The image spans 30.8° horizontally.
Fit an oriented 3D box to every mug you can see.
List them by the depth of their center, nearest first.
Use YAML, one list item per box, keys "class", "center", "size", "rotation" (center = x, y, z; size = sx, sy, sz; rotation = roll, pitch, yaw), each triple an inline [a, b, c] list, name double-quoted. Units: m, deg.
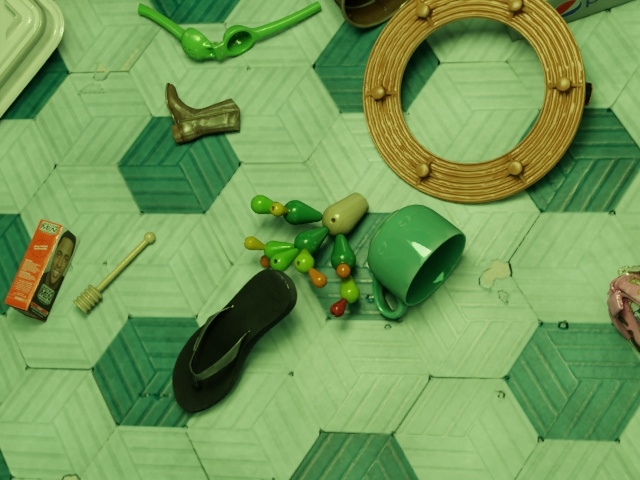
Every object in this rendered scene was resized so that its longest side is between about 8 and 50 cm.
- class: "mug"
  center: [0.120, 0.023, 1.658]
  size: [0.097, 0.129, 0.158]
  rotation: [41, 83, 23]

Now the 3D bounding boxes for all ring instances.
- class: "ring"
  center: [0.221, -0.223, 1.721]
  size: [0.337, 0.032, 0.336]
  rotation: [-1, 88, 19]

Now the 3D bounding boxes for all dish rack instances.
- class: "dish rack"
  center: [-0.608, -0.356, 1.922]
  size: [0.333, 0.072, 0.285]
  rotation: [44, 99, 22]

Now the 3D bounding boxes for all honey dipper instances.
- class: "honey dipper"
  center: [-0.312, 0.047, 1.786]
  size: [0.161, 0.030, 0.030]
  rotation: [-45, 70, -9]

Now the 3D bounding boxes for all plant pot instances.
- class: "plant pot"
  center: [0.054, -0.448, 1.825]
  size: [0.167, 0.167, 0.165]
  rotation: [-39, 61, -4]

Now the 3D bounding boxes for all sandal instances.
- class: "sandal"
  center: [-0.138, 0.140, 1.670]
  size: [0.097, 0.054, 0.254]
  rotation: [44, 106, 23]

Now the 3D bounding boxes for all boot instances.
- class: "boot"
  center: [-0.184, -0.213, 1.845]
  size: [0.114, 0.037, 0.106]
  rotation: [-15, 82, 9]

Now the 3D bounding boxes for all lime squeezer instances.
- class: "lime squeezer"
  center: [-0.156, -0.337, 1.883]
  size: [0.310, 0.059, 0.110]
  rotation: [1, 42, 12]

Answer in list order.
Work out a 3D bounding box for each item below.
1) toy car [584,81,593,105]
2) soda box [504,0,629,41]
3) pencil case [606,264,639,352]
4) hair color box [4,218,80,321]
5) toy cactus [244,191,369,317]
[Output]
- class: "toy car"
  center: [0.379, -0.252, 1.750]
  size: [0.060, 0.040, 0.122]
  rotation: [-16, 70, 27]
- class: "soda box"
  center: [0.410, -0.406, 1.768]
  size: [0.286, 0.098, 0.091]
  rotation: [-19, 69, 4]
- class: "pencil case"
  center: [0.570, 0.009, 1.568]
  size: [0.386, 0.167, 0.160]
  rotation: [-41, 37, -5]
- class: "hair color box"
  center: [-0.425, 0.046, 1.783]
  size: [0.043, 0.072, 0.141]
  rotation: [15, 75, 16]
- class: "toy cactus"
  center: [0.000, 0.000, 1.719]
  size: [0.180, 0.112, 0.219]
  rotation: [-39, 65, -24]
